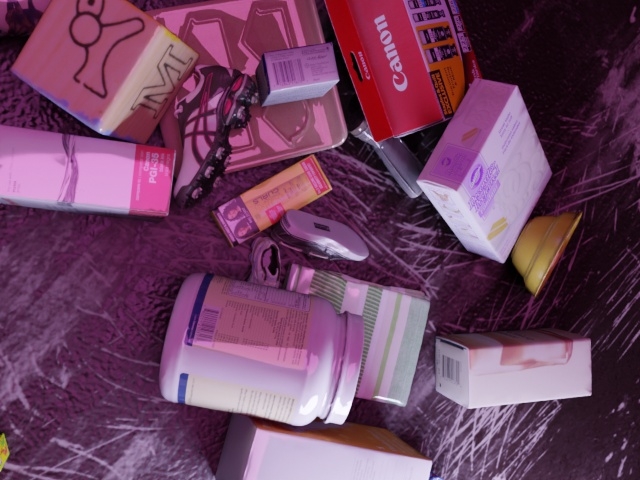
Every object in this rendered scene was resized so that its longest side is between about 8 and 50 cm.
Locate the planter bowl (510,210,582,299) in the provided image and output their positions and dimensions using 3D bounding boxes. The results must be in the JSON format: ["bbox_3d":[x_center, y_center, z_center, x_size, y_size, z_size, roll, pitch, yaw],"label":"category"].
[{"bbox_3d":[0.480,0.015,1.412,0.090,0.217,0.217,28,81,20],"label":"planter bowl"}]

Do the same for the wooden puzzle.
[{"bbox_3d":[-0.152,-0.302,1.251,0.348,0.080,0.322,-15,94,-12],"label":"wooden puzzle"}]

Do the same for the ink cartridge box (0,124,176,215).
[{"bbox_3d":[-0.403,-0.107,1.101,0.283,0.207,0.117,7,87,-17],"label":"ink cartridge box"}]

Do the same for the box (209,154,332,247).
[{"bbox_3d":[-0.097,-0.078,1.274,0.232,0.058,0.087,-30,98,-15],"label":"box"}]

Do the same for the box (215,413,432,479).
[{"bbox_3d":[-0.001,0.438,1.226,0.346,0.215,0.168,16,86,-17],"label":"box"}]

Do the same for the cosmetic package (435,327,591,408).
[{"bbox_3d":[0.412,0.268,1.385,0.296,0.153,0.129,-1,92,-18],"label":"cosmetic package"}]

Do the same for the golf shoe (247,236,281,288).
[{"bbox_3d":[-0.109,0.082,1.258,0.069,0.086,0.176,-1,92,-19],"label":"golf shoe"}]

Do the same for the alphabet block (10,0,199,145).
[{"bbox_3d":[-0.352,-0.299,1.083,0.192,0.193,0.197,35,96,3],"label":"alphabet block"}]

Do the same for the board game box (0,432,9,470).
[{"bbox_3d":[-0.637,0.389,1.093,0.181,0.092,0.043,-15,94,-16],"label":"board game box"}]

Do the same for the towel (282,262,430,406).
[{"bbox_3d":[0.060,0.195,1.338,0.325,0.038,0.247,15,87,-18],"label":"towel"}]

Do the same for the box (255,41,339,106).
[{"bbox_3d":[-0.046,-0.298,1.163,0.126,0.137,0.072,-12,93,-12],"label":"box"}]

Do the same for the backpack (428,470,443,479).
[{"bbox_3d":[0.216,0.555,1.314,0.117,0.173,0.158,-25,97,-15],"label":"backpack"}]

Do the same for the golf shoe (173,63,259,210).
[{"bbox_3d":[-0.213,-0.187,1.160,0.120,0.105,0.272,23,80,5],"label":"golf shoe"}]

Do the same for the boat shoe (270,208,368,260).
[{"bbox_3d":[0.000,0.000,1.297,0.219,0.070,0.077,21,40,-33],"label":"boat shoe"}]

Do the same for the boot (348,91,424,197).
[{"bbox_3d":[0.147,-0.213,1.334,0.208,0.076,0.189,35,48,-26],"label":"boot"}]

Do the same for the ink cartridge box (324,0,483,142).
[{"bbox_3d":[0.175,-0.373,1.260,0.272,0.130,0.309,-28,100,-45],"label":"ink cartridge box"}]

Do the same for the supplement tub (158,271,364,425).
[{"bbox_3d":[-0.103,0.198,1.153,0.325,0.235,0.235,12,87,-4],"label":"supplement tub"}]

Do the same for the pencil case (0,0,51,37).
[{"bbox_3d":[-0.621,-0.420,1.059,0.411,0.160,0.183,-12,85,-17],"label":"pencil case"}]

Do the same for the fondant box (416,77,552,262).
[{"bbox_3d":[0.343,-0.129,1.301,0.238,0.096,0.330,-60,141,-8],"label":"fondant box"}]
